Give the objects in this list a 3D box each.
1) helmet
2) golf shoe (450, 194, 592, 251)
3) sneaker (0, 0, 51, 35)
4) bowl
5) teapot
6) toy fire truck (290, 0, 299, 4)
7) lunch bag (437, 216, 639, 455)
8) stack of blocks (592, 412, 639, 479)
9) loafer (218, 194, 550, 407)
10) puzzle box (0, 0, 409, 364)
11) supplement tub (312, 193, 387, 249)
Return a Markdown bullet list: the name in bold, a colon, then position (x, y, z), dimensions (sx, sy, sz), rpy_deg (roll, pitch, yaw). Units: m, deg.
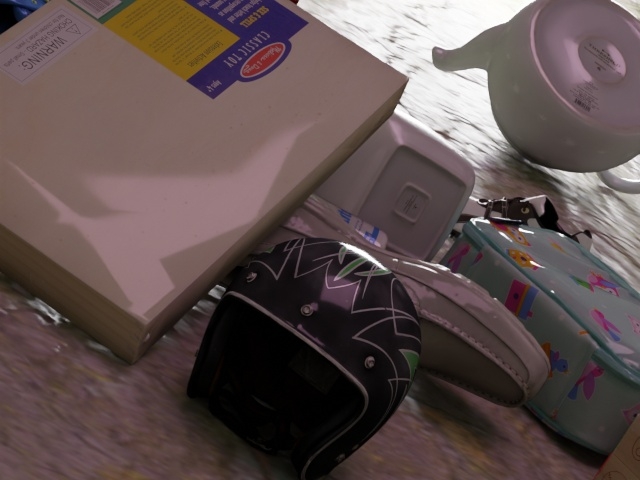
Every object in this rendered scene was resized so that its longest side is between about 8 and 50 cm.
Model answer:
- **helmet**: position (-0.004, 0.077, 1.421), dimensions (0.169, 0.161, 0.169), rpy_deg (26, 21, -11)
- **golf shoe**: position (0.199, -0.022, 2.033), dimensions (0.198, 0.094, 0.077), rpy_deg (34, 22, 14)
- **sneaker**: position (-0.285, -0.225, 1.887), dimensions (0.240, 0.091, 0.126), rpy_deg (2, 45, -39)
- **bowl**: position (0.074, -0.041, 1.809), dimensions (0.142, 0.142, 0.053), rpy_deg (31, 0, -29)
- **teapot**: position (0.311, -0.178, 2.440), dimensions (0.253, 0.187, 0.256), rpy_deg (-9, 67, -32)
- **toy fire truck**: position (-0.069, -0.152, 1.872), dimensions (0.254, 0.169, 0.302), rpy_deg (41, 23, 17)
- **lunch bag**: position (0.245, 0.085, 1.818), dimensions (0.224, 0.108, 0.279), rpy_deg (6, 31, -47)
- **stack of blocks**: position (0.385, 0.270, 1.602), dimensions (0.171, 0.087, 0.297), rpy_deg (9, 29, -45)
- **loafer**: position (0.040, 0.061, 1.626), dimensions (0.319, 0.112, 0.111), rpy_deg (28, 57, 3)
- **puzzle box**: position (-0.137, -0.096, 1.582), dimensions (0.272, 0.052, 0.409), rpy_deg (34, 45, 12)
- **supplement tub**: position (0.000, 0.000, 1.741), dimensions (0.107, 0.071, 0.071), rpy_deg (28, 20, -5)
